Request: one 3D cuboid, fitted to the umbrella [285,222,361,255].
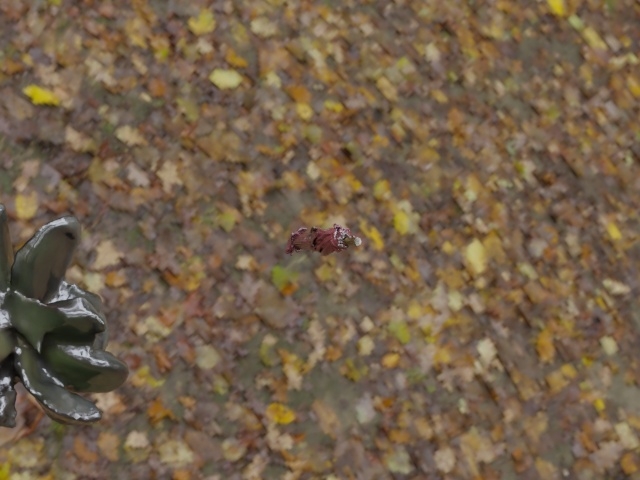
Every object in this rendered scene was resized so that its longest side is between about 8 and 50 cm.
[{"bbox_3d":[0.000,0.000,0.995,0.025,0.165,0.027,-4,90,-20],"label":"umbrella"}]

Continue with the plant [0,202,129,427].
[{"bbox_3d":[-0.304,0.090,0.948,0.276,0.199,0.188,-11,33,-12],"label":"plant"}]
